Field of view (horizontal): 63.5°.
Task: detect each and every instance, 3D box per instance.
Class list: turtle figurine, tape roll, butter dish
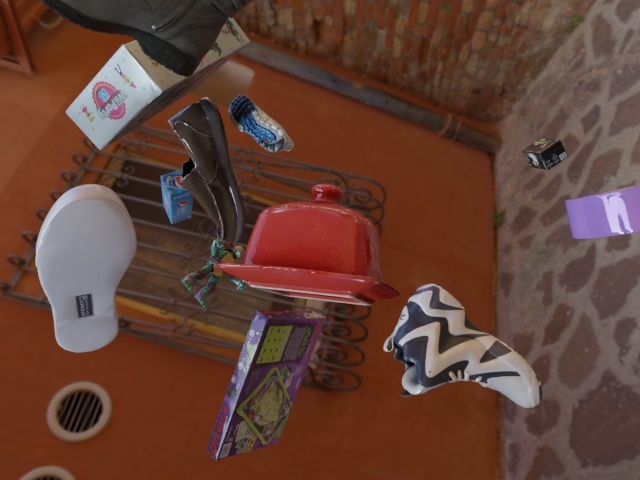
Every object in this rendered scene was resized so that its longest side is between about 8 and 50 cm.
[{"bbox_3d":[-0.291,0.081,1.542,0.234,0.175,0.118,-42,19,-14],"label":"turtle figurine"},{"bbox_3d":[0.678,-0.074,1.103,0.275,0.275,0.090,160,97,-83],"label":"tape roll"},{"bbox_3d":[0.000,0.000,0.532,0.160,0.160,0.118,33,-116,-70],"label":"butter dish"}]

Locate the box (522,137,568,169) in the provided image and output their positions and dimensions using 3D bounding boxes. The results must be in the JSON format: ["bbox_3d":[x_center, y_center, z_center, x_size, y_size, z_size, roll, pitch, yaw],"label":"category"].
[{"bbox_3d":[0.554,-0.215,1.278,0.062,0.052,0.083,-34,17,0],"label":"box"}]

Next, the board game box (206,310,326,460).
[{"bbox_3d":[-0.121,0.327,1.200,0.056,0.208,0.346,27,100,42],"label":"board game box"}]

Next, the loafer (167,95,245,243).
[{"bbox_3d":[-0.275,-0.153,1.241,0.134,0.130,0.366,-134,30,-60],"label":"loafer"}]

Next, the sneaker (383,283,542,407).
[{"bbox_3d":[0.193,0.192,0.751,0.153,0.235,0.094,-46,1,-14],"label":"sneaker"}]

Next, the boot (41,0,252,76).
[{"bbox_3d":[-0.186,-0.293,0.552,0.161,0.246,0.083,-41,58,25],"label":"boot"}]

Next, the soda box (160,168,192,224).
[{"bbox_3d":[-0.409,-0.121,1.478,0.071,0.067,0.210,64,158,11],"label":"soda box"}]

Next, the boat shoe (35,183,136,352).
[{"bbox_3d":[-0.305,0.026,0.671,0.102,0.108,0.301,63,148,33],"label":"boat shoe"}]

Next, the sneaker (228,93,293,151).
[{"bbox_3d":[-0.136,-0.263,1.198,0.071,0.190,0.083,-50,-19,17],"label":"sneaker"}]

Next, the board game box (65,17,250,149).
[{"bbox_3d":[-0.304,-0.320,0.997,0.224,0.097,0.303,-25,22,37],"label":"board game box"}]
